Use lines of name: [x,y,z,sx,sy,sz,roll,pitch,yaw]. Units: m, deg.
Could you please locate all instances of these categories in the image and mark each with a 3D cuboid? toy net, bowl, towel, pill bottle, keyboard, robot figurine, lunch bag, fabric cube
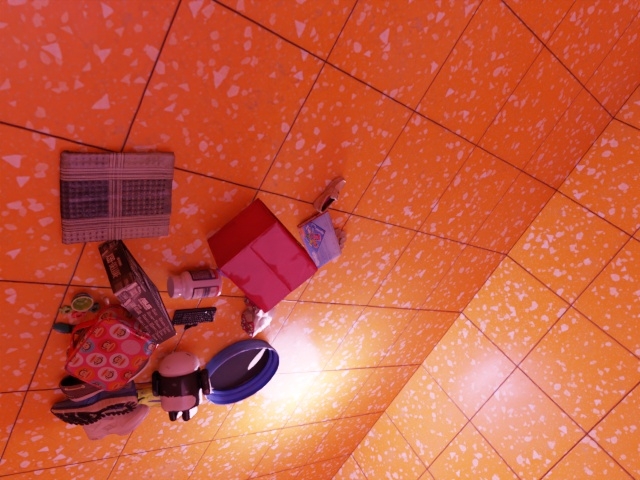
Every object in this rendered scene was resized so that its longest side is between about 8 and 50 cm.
toy net: [-0.775,0.249,1.659,0.122,0.045,0.232,-48,140,8]
bowl: [-0.384,0.627,2.277,0.392,0.077,0.390,-21,136,-22]
towel: [-0.612,-0.134,1.450,0.325,0.056,0.311,-5,125,-32]
pill bottle: [-0.470,0.164,1.771,0.180,0.108,0.107,-2,126,-37]
keyboard: [-0.518,0.323,1.943,0.180,0.023,0.108,1,125,-38]
robot figurine: [-0.579,0.600,1.975,0.209,0.174,0.277,-6,92,-30]
lunch bag: [-0.739,0.368,1.651,0.258,0.120,0.293,37,103,-29]
fabric cube: [-0.211,0.049,1.714,0.259,0.254,0.258,-39,122,-1]

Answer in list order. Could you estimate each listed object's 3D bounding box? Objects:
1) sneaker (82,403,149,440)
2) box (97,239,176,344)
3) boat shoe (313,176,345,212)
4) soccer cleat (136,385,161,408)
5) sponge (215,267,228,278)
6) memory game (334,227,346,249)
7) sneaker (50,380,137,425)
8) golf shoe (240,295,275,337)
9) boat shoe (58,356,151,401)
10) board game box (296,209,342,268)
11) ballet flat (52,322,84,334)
sneaker: [-0.838,0.707,1.907,0.306,0.114,0.152,-20,111,11]
box: [-0.602,0.168,1.569,0.077,0.242,0.307,-30,138,-13]
boat shoe: [0.046,-0.178,1.903,0.170,0.059,0.063,-48,139,9]
soccer cleat: [-0.724,0.661,2.033,0.289,0.093,0.121,-27,134,-16]
sponge: [-0.304,0.066,1.872,0.210,0.031,0.117,-48,139,8]
memory game: [0.036,0.018,2.108,0.186,0.012,0.186,-20,135,-22]
sneaker: [-0.875,0.618,1.855,0.331,0.147,0.129,-12,137,-4]
golf shoe: [-0.257,0.283,2.059,0.140,0.115,0.306,-18,142,-39]
boat shoe: [-0.812,0.496,1.801,0.325,0.116,0.096,-23,140,-12]
board game box: [0.000,0.000,2.033,0.145,0.027,0.281,-32,138,-12]
ballet flat: [-0.872,0.311,1.646,0.114,0.041,0.041,16,115,-44]
